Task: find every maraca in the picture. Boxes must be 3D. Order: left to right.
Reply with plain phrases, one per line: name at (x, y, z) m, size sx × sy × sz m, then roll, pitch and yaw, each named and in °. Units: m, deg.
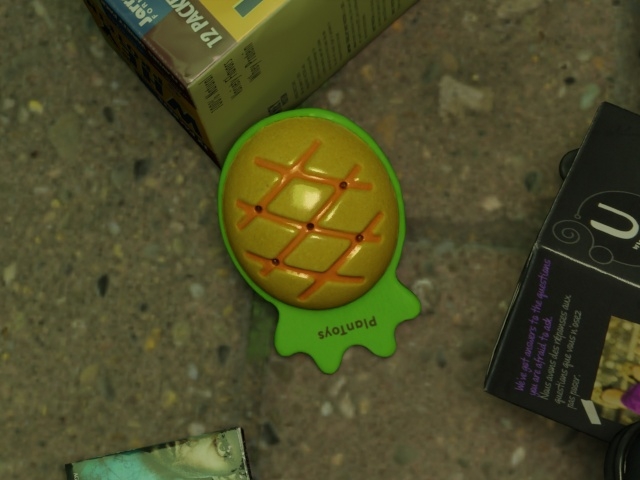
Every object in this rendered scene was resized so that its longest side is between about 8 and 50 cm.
maraca at (0.000, 0.000, 1.311) m, size 0.127 × 0.099 × 0.186 m, roll -16°, pitch 101°, yaw 8°

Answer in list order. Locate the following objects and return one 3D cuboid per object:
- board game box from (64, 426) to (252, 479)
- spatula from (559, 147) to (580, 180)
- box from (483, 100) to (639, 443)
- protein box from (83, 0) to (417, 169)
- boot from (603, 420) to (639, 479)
board game box at (-0.096, 0.230, 1.294) m, size 0.126 × 0.026 × 0.186 m, roll -13°, pitch 76°, yaw 1°
spatula at (0.313, -0.072, 1.340) m, size 0.296 × 0.030 × 0.084 m, roll -11°, pitch 79°, yaw 0°
box at (0.266, 0.053, 1.226) m, size 0.270 × 0.143 × 0.165 m, roll 23°, pitch 44°, yaw 9°
protein box at (-0.047, -0.185, 1.300) m, size 0.201 × 0.200 × 0.136 m, roll -42°, pitch 78°, yaw -6°
boot at (0.291, 0.185, 1.079) m, size 0.094 × 0.207 × 0.246 m, roll -25°, pitch 82°, yaw -34°
